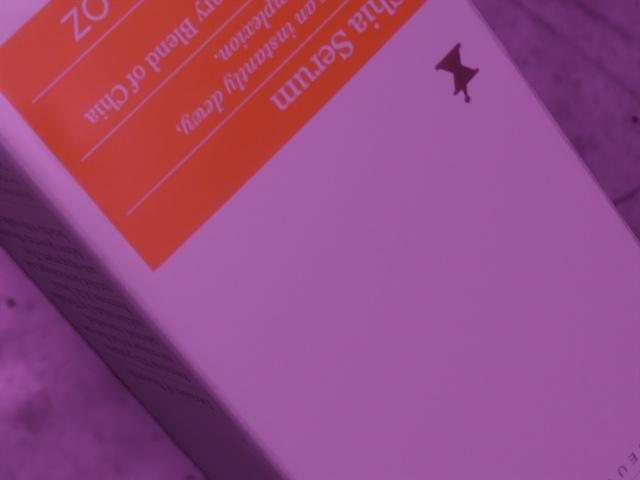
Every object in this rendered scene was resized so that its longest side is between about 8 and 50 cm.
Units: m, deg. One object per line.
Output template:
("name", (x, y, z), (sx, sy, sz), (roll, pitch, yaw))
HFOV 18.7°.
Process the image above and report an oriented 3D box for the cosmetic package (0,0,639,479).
("cosmetic package", (0.000, 0.000, 0.985), (0.230, 0.161, 0.453), (-46, 115, -16))
